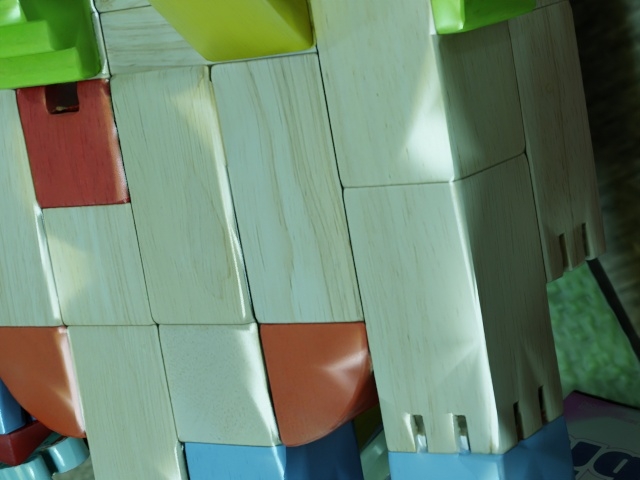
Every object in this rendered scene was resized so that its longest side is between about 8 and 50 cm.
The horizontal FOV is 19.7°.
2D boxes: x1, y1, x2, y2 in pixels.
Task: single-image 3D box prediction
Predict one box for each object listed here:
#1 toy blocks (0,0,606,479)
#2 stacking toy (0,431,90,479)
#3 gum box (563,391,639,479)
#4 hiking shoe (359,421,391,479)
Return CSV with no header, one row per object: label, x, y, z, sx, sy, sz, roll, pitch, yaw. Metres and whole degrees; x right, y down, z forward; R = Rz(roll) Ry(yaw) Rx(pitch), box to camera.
toy blocks,-0.038,0.008,0.731,0.381,0.191,0.261,-2,103,37
stacking toy,-0.180,0.128,1.026,0.221,0.052,0.167,-12,107,38
gum box,0.150,0.131,0.738,0.188,0.107,0.062,15,121,31
hiking shoe,-0.018,0.105,0.876,0.227,0.086,0.114,-43,73,42
